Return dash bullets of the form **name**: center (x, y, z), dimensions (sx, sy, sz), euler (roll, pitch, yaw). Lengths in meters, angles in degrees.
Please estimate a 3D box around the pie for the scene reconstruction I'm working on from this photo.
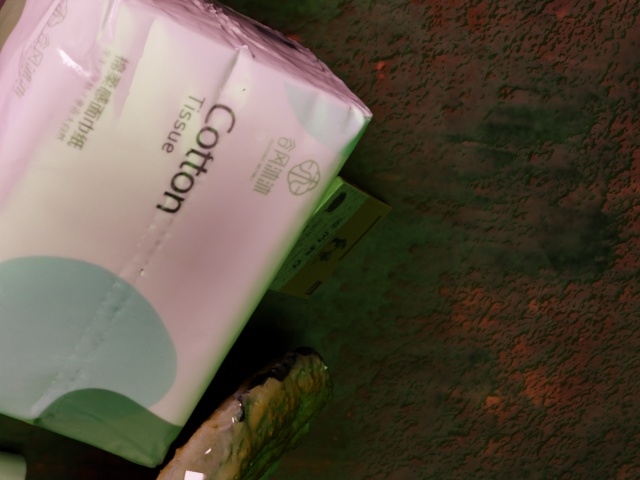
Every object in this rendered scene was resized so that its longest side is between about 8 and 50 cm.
- **pie**: center (-0.118, 0.251, 1.486), dimensions (0.078, 0.296, 0.371), euler (36, 101, 8)

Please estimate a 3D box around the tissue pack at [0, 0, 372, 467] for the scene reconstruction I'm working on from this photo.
- **tissue pack**: center (-0.171, -0.030, 1.341), dimensions (0.266, 0.194, 0.356), euler (24, 105, -30)

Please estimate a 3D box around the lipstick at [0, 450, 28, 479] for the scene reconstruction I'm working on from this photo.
- **lipstick**: center (-0.329, 0.196, 1.490), dimensions (0.141, 0.040, 0.040), euler (14, 111, -29)

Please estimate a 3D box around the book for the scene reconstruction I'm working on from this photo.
- **book**: center (0.000, 0.000, 1.474), dimensions (0.118, 0.012, 0.172), euler (-46, 164, 7)
